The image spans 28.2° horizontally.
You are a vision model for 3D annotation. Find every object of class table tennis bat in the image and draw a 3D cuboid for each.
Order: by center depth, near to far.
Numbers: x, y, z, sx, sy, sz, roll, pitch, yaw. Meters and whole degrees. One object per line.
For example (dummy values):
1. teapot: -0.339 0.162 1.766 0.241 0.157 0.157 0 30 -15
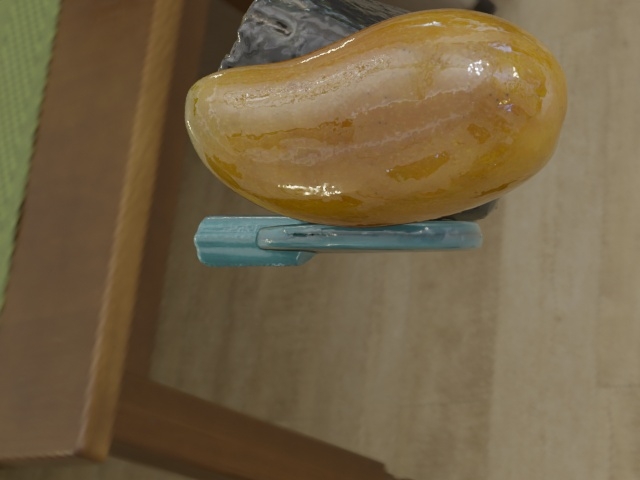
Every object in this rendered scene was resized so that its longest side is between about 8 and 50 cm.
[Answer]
1. table tennis bat: 0.000 0.000 0.740 0.201 0.124 0.033 0 89 44

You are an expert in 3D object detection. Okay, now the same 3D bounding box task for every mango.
1. mango: 0.027 -0.055 0.612 0.184 0.102 0.085 -9 20 4

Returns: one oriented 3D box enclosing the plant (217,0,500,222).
1. plant: 0.048 -0.111 1.015 0.142 0.256 0.164 -55 12 22
